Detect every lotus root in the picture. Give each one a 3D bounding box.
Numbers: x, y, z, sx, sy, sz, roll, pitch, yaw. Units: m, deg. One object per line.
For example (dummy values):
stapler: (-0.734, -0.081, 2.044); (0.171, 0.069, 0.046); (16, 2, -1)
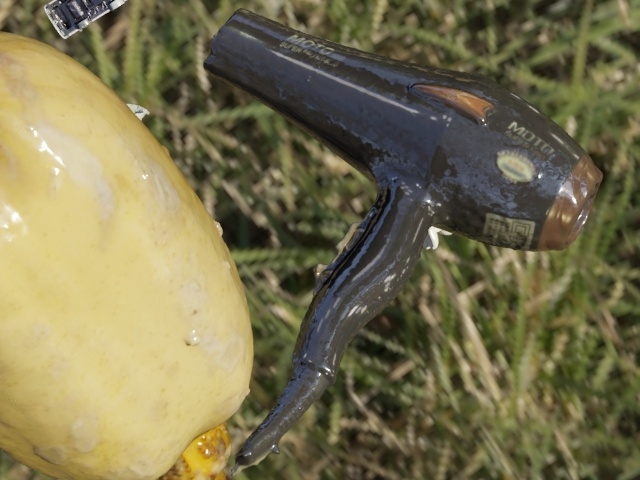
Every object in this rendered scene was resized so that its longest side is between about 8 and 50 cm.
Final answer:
lotus root: (-0.131, 0.030, 0.974); (0.169, 0.343, 0.151); (-41, 45, -9)

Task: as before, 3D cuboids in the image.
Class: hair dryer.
hair dryer: (0.000, 0.000, 1.253); (0.303, 0.120, 0.359); (26, 58, 10)

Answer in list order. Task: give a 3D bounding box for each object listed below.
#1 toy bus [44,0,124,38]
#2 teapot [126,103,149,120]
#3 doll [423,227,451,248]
toy bus: (-0.267, -0.284, 2.160); (0.102, 0.052, 0.058); (-29, 10, 20)
teapot: (-0.234, -0.124, 2.116); (0.083, 0.064, 0.064); (0, 18, -22)
doll: (0.121, -0.025, 1.545); (0.085, 0.040, 0.058); (-31, 11, -39)
